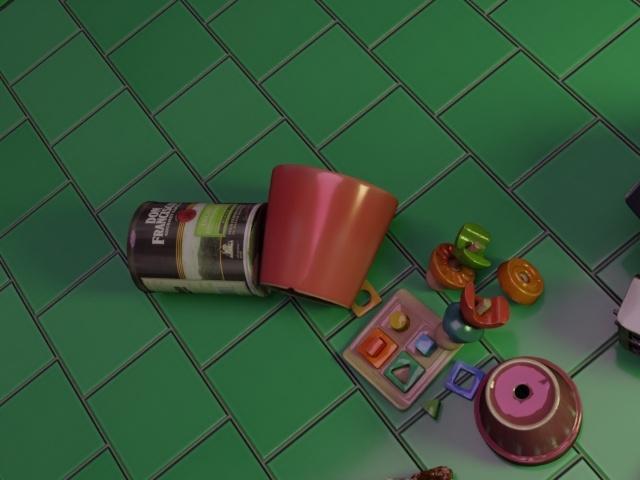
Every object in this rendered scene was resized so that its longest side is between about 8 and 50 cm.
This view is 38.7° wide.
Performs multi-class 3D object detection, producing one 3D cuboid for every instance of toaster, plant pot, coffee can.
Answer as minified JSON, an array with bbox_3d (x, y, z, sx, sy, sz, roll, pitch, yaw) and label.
[{"bbox_3d":[0.630,0.158,1.651,0.185,0.168,0.110,27,81,25],"label":"toaster"},{"bbox_3d":[0.000,0.000,1.864,0.275,0.275,0.243,13,81,21],"label":"plant pot"},{"bbox_3d":[0.373,0.299,1.660,0.201,0.180,0.201,-6,67,15],"label":"plant pot"},{"bbox_3d":[-0.244,0.017,1.951,0.275,0.201,0.201,1,69,16],"label":"coffee can"}]

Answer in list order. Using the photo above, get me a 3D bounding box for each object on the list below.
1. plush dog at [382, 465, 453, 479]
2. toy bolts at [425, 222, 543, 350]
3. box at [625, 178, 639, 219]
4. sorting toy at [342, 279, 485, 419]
[{"bbox_3d":[0.174,0.525,1.647,0.262,0.211,0.225,-13,44,-25],"label":"plush dog"},{"bbox_3d":[0.306,0.120,1.792,0.218,0.158,0.228,28,45,-13],"label":"toy bolts"},{"bbox_3d":[0.793,-0.019,1.580,0.293,0.212,0.395,-13,58,-30],"label":"box"},{"bbox_3d":[0.162,0.212,1.833,0.347,0.047,0.196,40,84,27],"label":"sorting toy"}]
